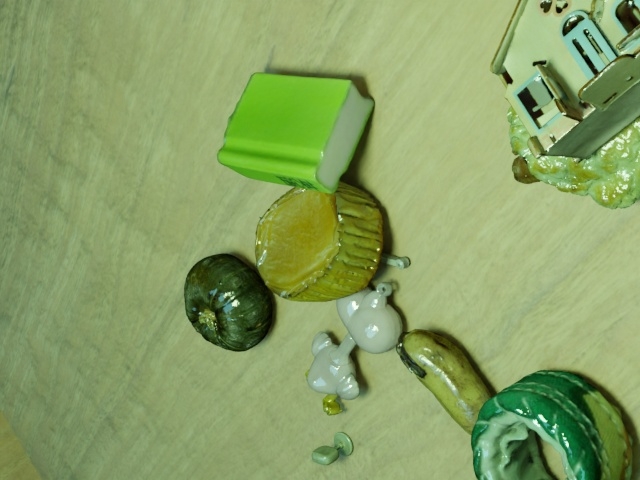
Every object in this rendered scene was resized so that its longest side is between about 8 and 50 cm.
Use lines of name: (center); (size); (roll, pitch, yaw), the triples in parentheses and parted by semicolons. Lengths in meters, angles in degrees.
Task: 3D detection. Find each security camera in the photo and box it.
security camera: (0.022, 0.447, 2.332); (0.058, 0.092, 0.058); (20, 120, 39)

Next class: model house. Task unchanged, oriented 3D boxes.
model house: (0.386, -0.296, 1.547); (0.326, 0.169, 0.244); (-41, 55, 29)

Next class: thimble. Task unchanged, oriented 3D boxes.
thimble: (0.383, 0.369, 1.859); (0.254, 0.167, 0.288); (32, 125, 36)

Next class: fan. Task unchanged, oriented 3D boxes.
fan: (0.066, 0.020, 2.175); (0.282, 0.023, 0.057); (19, 112, 43)

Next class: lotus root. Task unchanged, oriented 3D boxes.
lotus root: (0.242, 0.259, 2.023); (0.258, 0.097, 0.110); (50, 171, 9)

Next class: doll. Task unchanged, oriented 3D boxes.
doll: (0.058, 0.208, 2.201); (0.160, 0.094, 0.365); (58, 136, 29)

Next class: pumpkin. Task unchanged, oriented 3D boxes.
pumpkin: (-0.205, 0.138, 2.408); (0.224, 0.157, 0.223); (27, 134, 32)

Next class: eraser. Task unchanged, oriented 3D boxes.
eraser: (-0.053, -0.207, 2.089); (0.274, 0.092, 0.210); (11, 73, 42)

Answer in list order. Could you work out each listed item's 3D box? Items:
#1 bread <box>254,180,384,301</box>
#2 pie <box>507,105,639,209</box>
bread: (0.000, 0.000, 2.115); (0.253, 0.142, 0.227); (-26, 60, 39)
pie: (0.409, -0.185, 1.668); (0.274, 0.105, 0.257); (22, 111, 39)
